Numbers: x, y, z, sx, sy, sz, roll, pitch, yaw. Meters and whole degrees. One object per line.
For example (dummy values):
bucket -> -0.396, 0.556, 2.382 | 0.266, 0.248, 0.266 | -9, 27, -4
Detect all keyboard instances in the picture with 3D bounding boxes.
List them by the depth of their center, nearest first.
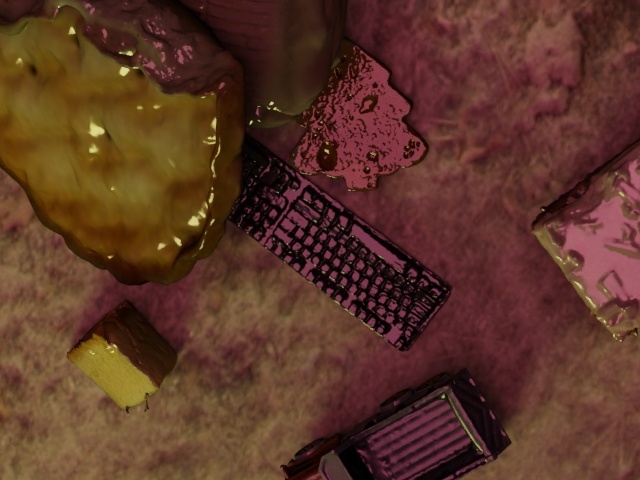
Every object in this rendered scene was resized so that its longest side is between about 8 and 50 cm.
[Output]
keyboard -> 0.000, 0.000, 1.602 | 0.231, 0.023, 0.072 | 37, 102, 2

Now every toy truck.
toy truck -> 0.059, 0.181, 1.587 | 0.192, 0.092, 0.083 | -30, 94, 15

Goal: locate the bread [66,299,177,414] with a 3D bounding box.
bread -> -0.173, 0.111, 1.613 | 0.084, 0.109, 0.080 | 45, 101, -4

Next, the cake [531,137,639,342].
cake -> 0.252, -0.004, 1.489 | 0.135, 0.147, 0.134 | -38, 92, 13

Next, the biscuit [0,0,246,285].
biscuit -> -0.188, -0.123, 1.518 | 0.335, 0.078, 0.329 | 49, 143, 3

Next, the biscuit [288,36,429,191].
biscuit -> 0.029, -0.105, 1.579 | 0.119, 0.019, 0.129 | -3, 100, 12

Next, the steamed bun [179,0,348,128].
steamed bun -> -0.063, -0.200, 1.519 | 0.211, 0.144, 0.218 | 17, 122, 32
